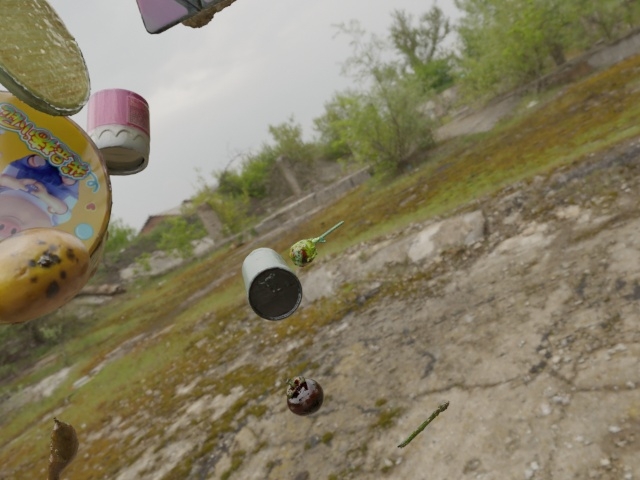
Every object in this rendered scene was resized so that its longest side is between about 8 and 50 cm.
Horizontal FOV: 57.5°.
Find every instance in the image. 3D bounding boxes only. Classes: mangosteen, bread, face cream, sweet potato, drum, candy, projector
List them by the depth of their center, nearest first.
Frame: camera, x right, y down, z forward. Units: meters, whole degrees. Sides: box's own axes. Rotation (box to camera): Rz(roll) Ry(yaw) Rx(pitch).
[{"bbox_3d":[0.000,0.000,0.835,0.035,0.035,0.123,-30,5,44],"label":"candy"},{"bbox_3d":[-0.469,-0.315,0.921,0.041,0.266,0.267,-24,7,15],"label":"bread"},{"bbox_3d":[-0.610,-0.056,1.088,0.431,0.431,0.214,-32,-4,-26],"label":"drum"},{"bbox_3d":[-0.031,0.319,1.196,0.081,0.080,0.081,-28,7,4],"label":"mangosteen"},{"bbox_3d":[-0.109,0.083,1.238,0.108,0.108,0.337,-29,9,-6],"label":"projector"},{"bbox_3d":[-0.597,0.498,1.356,0.068,0.068,0.226,-42,-29,-64],"label":"sweet potato"},{"bbox_3d":[-0.574,-0.306,1.662,0.175,0.194,0.175,-7,-21,-3],"label":"face cream"}]

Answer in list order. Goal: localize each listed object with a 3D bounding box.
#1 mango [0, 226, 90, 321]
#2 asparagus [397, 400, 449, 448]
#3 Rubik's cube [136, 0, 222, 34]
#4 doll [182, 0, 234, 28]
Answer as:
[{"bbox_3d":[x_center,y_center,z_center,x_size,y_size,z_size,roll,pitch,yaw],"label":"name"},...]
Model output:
[{"bbox_3d":[-0.308,0.037,0.636,0.115,0.090,0.178,-35,3,-15],"label":"mango"},{"bbox_3d":[0.189,0.341,1.076,0.016,0.013,0.166,-15,-34,-50],"label":"asparagus"},{"bbox_3d":[-0.059,-0.219,0.428,0.211,0.178,0.190,-22,-40,-46],"label":"Rubik's cube"},{"bbox_3d":[-0.164,-0.437,0.946,0.221,0.105,0.115,-41,22,-4],"label":"doll"}]
